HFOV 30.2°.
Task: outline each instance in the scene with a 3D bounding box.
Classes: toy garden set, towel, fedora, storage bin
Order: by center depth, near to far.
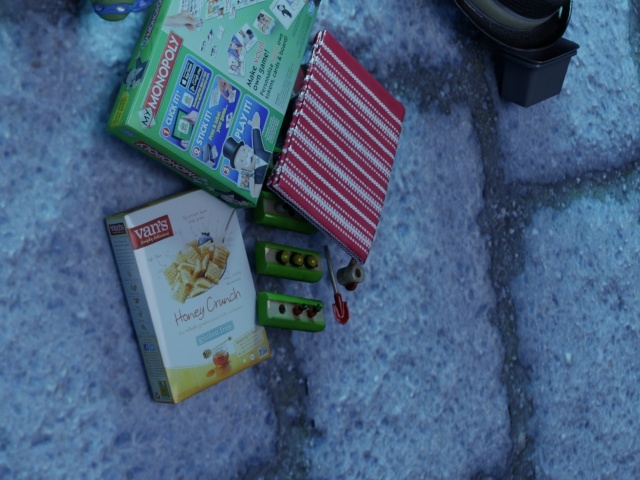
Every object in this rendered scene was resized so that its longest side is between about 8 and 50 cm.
[{"bbox_3d":[0.000,0.000,1.596,0.204,0.049,0.244,12,70,-47],"label":"toy garden set"},{"bbox_3d":[0.028,-0.130,1.610,0.199,0.031,0.274,39,52,-34],"label":"towel"},{"bbox_3d":[0.324,-0.461,1.850,0.334,0.152,0.334,12,71,-37],"label":"fedora"},{"bbox_3d":[0.349,-0.281,1.953,0.135,0.098,0.091,-25,133,-42],"label":"storage bin"}]

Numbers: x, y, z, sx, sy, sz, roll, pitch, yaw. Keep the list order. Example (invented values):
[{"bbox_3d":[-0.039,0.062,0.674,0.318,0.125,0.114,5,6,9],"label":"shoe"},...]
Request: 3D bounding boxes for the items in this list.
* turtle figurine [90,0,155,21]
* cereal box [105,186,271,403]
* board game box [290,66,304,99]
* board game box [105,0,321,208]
[{"bbox_3d":[-0.254,-0.385,1.294,0.275,0.198,0.266,0,90,-48],"label":"turtle figurine"},{"bbox_3d":[-0.159,0.061,1.472,0.173,0.047,0.240,-24,105,-43],"label":"cereal box"},{"bbox_3d":[-0.106,-0.294,1.548,0.124,0.039,0.259,-35,109,-40],"label":"board game box"},{"bbox_3d":[-0.122,-0.227,1.468,0.213,0.046,0.317,32,65,-36],"label":"board game box"}]
